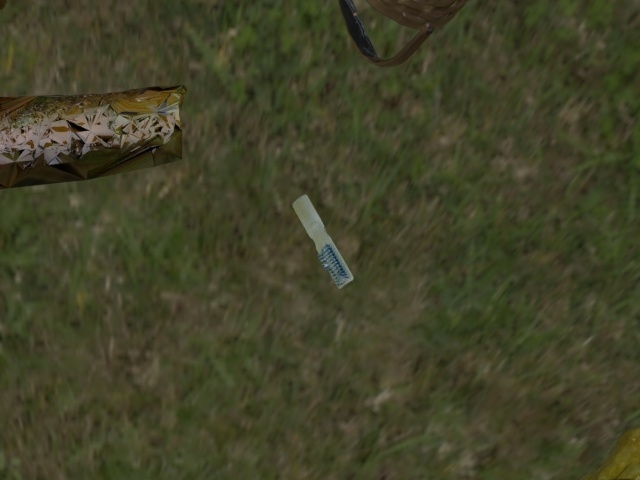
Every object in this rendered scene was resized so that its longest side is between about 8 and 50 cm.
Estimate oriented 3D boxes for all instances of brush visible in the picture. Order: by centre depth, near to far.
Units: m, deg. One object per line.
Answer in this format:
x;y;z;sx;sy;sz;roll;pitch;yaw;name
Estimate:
0.000;0.000;1.399;0.016;0.013;0.083;-40;65;27;brush

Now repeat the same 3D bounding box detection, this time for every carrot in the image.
-0.203;-0.068;1.229;0.229;0.069;0.069;-8;74;-8;carrot

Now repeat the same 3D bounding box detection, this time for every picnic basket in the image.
0.032;-0.119;0.800;0.072;0.083;0.072;15;54;-22;picnic basket

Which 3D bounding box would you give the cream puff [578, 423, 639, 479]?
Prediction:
0.262;0.264;1.259;0.323;0.274;0.270;43;62;-15;cream puff

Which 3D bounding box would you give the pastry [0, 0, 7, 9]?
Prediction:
-0.275;-0.180;1.284;0.097;0.109;0.057;11;68;33;pastry
